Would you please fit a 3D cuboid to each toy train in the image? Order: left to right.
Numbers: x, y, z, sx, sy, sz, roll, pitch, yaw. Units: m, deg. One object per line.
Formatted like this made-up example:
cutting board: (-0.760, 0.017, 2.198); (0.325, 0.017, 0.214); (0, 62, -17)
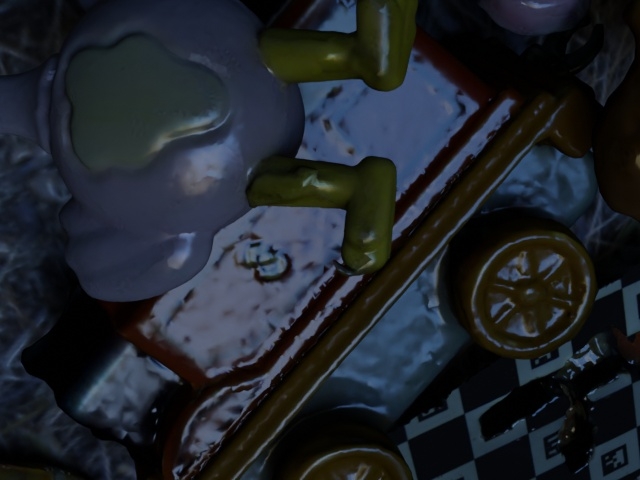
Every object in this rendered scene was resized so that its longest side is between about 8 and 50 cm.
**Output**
toy train: (0.000, 0.000, 0.598); (0.231, 0.163, 0.369); (38, 97, -21)

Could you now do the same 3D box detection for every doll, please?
doll: (-0.145, -0.061, 0.471); (0.365, 0.094, 0.160); (6, 93, 7)

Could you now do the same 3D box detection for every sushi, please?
sushi: (0.163, 0.122, 0.798); (0.279, 0.043, 0.192); (-36, 124, -3)

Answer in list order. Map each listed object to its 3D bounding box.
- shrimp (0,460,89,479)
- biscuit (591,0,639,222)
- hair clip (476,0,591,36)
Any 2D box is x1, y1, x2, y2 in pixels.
shrimp: (-0.202, 0.167, 0.673); (0.162, 0.045, 0.095); (25, 125, -37)
biscuit: (0.280, -0.213, 0.518); (0.342, 0.166, 0.395); (-34, 137, -55)
hair clip: (0.110, -0.214, 0.535); (0.146, 0.075, 0.257); (30, 66, -3)
